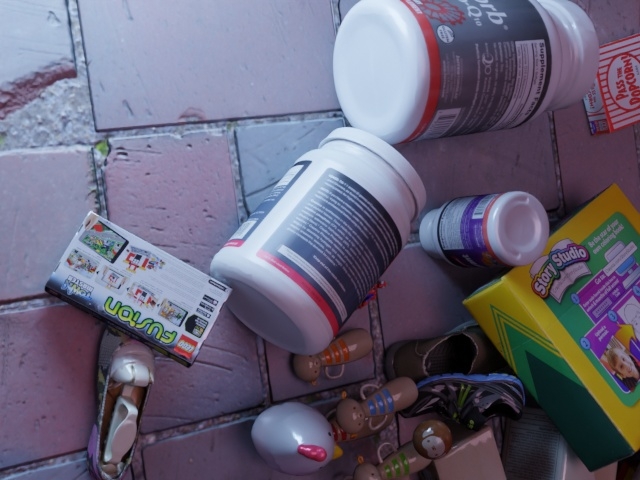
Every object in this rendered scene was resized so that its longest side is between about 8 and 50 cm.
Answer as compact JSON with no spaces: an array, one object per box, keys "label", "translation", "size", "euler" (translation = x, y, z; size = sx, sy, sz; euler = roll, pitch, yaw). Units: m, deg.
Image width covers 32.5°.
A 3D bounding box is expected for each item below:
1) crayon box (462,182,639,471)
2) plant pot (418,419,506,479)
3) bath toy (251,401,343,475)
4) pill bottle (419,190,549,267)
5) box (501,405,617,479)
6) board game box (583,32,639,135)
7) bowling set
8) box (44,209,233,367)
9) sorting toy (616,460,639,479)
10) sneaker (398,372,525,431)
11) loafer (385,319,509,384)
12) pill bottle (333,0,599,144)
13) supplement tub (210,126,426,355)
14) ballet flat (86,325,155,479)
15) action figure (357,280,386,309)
[{"label":"crayon box","translation":[0.436,0.122,1.695],"size":[0.363,0.106,0.313],"euler":[-33,84,-42]},{"label":"plant pot","translation":[0.203,0.336,1.642],"size":[0.096,0.109,0.109],"euler":[-20,99,-21]},{"label":"bath toy","translation":[-0.041,0.391,1.444],"size":[0.151,0.129,0.348],"euler":[10,90,-28]},{"label":"pill bottle","translation":[0.234,-0.014,1.618],"size":[0.108,0.193,0.108],"euler":[1,88,-31]},{"label":"box","translation":[0.361,0.421,1.709],"size":[0.121,0.148,0.311],"euler":[13,83,-31]},{"label":"board game box","translation":[0.533,-0.277,1.900],"size":[0.194,0.045,0.146],"euler":[-22,99,-30]},{"label":"bowling set","translation":[0.067,0.264,1.510],"size":[0.154,0.200,0.287],"euler":[-19,94,-28]},{"label":"box","translation":[-0.228,0.062,1.382],"size":[0.207,0.036,0.114],"euler":[30,71,-6]},{"label":"sorting toy","translation":[0.603,0.372,1.840],"size":[0.257,0.089,0.255],"euler":[5,114,-31]},{"label":"sneaker","translation":[0.206,0.237,1.587],"size":[0.188,0.067,0.078],"euler":[-2,56,-6]},{"label":"loafer","translation":[0.220,0.177,1.663],"size":[0.251,0.087,0.094],"euler":[-12,95,-31]},{"label":"pill bottle","translation":[0.219,-0.261,1.611],"size":[0.363,0.210,0.210],"euler":[-11,94,-32]},{"label":"supplement tub","translation":[0.000,0.000,1.475],"size":[0.191,0.191,0.272],"euler":[48,66,-21]},{"label":"ballet flat","translation":[-0.246,0.201,1.381],"size":[0.077,0.079,0.221],"euler":[13,81,-28]},{"label":"action figure","translation":[0.050,0.082,1.600],"size":[0.115,0.030,0.038],"euler":[-22,95,-32]}]
